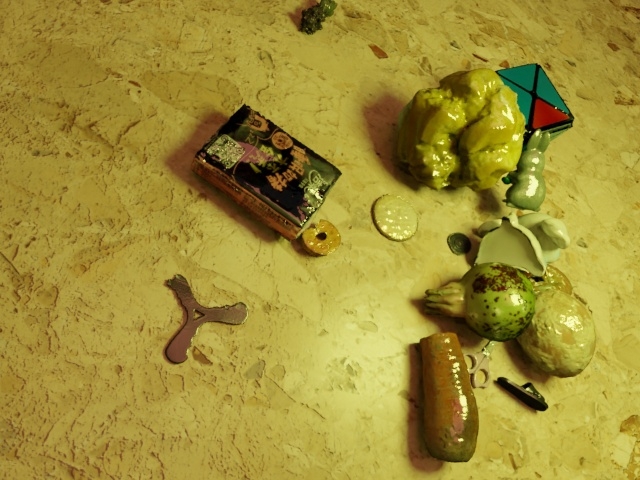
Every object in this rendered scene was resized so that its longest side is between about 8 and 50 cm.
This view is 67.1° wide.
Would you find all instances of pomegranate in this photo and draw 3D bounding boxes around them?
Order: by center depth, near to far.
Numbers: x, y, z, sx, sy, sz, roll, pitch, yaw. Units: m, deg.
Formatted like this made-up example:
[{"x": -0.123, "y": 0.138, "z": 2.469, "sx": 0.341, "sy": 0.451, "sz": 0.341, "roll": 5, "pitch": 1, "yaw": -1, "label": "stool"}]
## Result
[{"x": 0.428, "y": 0.145, "z": 1.291, "sx": 0.277, "sy": 0.222, "sz": 0.203, "roll": 24, "pitch": 77, "yaw": 9, "label": "pomegranate"}]

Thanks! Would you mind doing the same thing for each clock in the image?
[{"x": 0.422, "y": 0.009, "z": 1.457, "sx": 0.083, "sy": 0.010, "sz": 0.074, "roll": -12, "pitch": 73, "yaw": -26, "label": "clock"}]

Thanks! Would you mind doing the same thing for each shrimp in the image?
[{"x": 0.660, "y": 0.134, "z": 1.474, "sx": 0.267, "sy": 0.061, "sz": 0.145, "roll": -11, "pitch": 64, "yaw": -23, "label": "shrimp"}]

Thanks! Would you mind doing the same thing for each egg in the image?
[{"x": 0.652, "y": 0.256, "z": 1.337, "sx": 0.204, "sy": 0.203, "sz": 0.245, "roll": -8, "pitch": 77, "yaw": -25, "label": "egg"}]

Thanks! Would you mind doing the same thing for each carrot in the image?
[{"x": 0.313, "y": 0.380, "z": 1.184, "sx": 0.139, "sy": 0.138, "sz": 0.301, "roll": 7, "pitch": 66, "yaw": -20, "label": "carrot"}]

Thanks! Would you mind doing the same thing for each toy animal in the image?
[{"x": 0.594, "y": -0.003, "z": 1.430, "sx": 0.289, "sy": 0.249, "sz": 0.174, "roll": -22, "pitch": 114, "yaw": -64, "label": "toy animal"}, {"x": 0.625, "y": -0.203, "z": 1.439, "sx": 0.138, "sy": 0.108, "sz": 0.236, "roll": 21, "pitch": 99, "yaw": 6, "label": "toy animal"}]

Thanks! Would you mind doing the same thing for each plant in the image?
[{"x": -0.008, "y": -0.735, "z": 1.569, "sx": 0.174, "sy": 0.087, "sz": 0.085, "roll": -53, "pitch": 123, "yaw": -26, "label": "plant"}]

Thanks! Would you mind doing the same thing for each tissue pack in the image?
[{"x": -0.136, "y": -0.172, "z": 1.245, "sx": 0.332, "sy": 0.123, "sz": 0.245, "roll": 35, "pitch": 58, "yaw": -1, "label": "tissue pack"}]

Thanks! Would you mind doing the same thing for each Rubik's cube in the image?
[{"x": 0.611, "y": -0.395, "z": 1.574, "sx": 0.247, "sy": 0.250, "sz": 0.248, "roll": -18, "pitch": 78, "yaw": -27, "label": "Rubik's cube"}]

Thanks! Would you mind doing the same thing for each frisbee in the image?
[{"x": -0.284, "y": 0.156, "z": 1.104, "sx": 0.211, "sy": 0.012, "sz": 0.187, "roll": -26, "pitch": 79, "yaw": -29, "label": "frisbee"}]

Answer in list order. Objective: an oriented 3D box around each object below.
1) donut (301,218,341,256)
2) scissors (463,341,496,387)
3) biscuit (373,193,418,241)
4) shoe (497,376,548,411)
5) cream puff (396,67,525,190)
[{"x": 0.000, "y": 0.000, "z": 1.269, "sx": 0.108, "sy": 0.043, "sz": 0.097, "roll": -27, "pitch": 77, "yaw": -29, "label": "donut"}, {"x": 0.462, "y": 0.311, "z": 1.337, "sx": 0.212, "sy": 0.021, "sz": 0.110, "roll": -40, "pitch": 89, "yaw": -30, "label": "scissors"}, {"x": 0.219, "y": -0.067, "z": 1.401, "sx": 0.152, "sy": 0.020, "sz": 0.152, "roll": 9, "pitch": 65, "yaw": -19, "label": "biscuit"}, {"x": 0.555, "y": 0.403, "z": 1.314, "sx": 0.159, "sy": 0.062, "sz": 0.053, "roll": 32, "pitch": 57, "yaw": -2, "label": "shoe"}, {"x": 0.387, "y": -0.287, "z": 1.400, "sx": 0.378, "sy": 0.378, "sz": 0.275, "roll": 44, "pitch": 59, "yaw": 0, "label": "cream puff"}]
